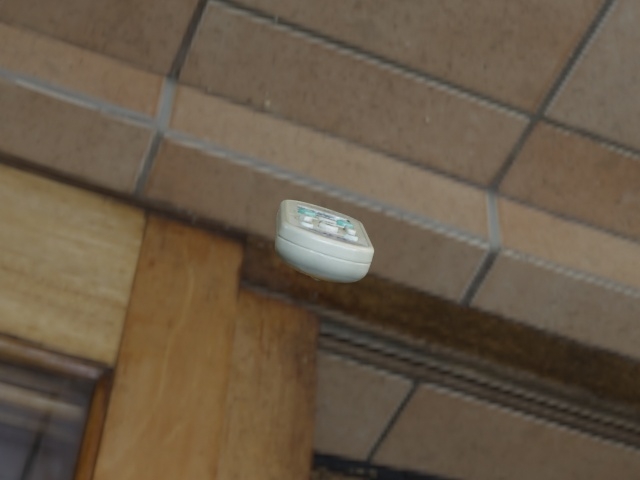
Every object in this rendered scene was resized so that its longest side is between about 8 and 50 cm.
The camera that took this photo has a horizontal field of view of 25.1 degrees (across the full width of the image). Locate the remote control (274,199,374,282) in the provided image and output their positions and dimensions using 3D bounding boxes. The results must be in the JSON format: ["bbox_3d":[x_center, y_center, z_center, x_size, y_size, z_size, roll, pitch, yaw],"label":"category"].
[{"bbox_3d":[0.000,0.000,1.202,0.078,0.221,0.042,15,96,-4],"label":"remote control"}]
